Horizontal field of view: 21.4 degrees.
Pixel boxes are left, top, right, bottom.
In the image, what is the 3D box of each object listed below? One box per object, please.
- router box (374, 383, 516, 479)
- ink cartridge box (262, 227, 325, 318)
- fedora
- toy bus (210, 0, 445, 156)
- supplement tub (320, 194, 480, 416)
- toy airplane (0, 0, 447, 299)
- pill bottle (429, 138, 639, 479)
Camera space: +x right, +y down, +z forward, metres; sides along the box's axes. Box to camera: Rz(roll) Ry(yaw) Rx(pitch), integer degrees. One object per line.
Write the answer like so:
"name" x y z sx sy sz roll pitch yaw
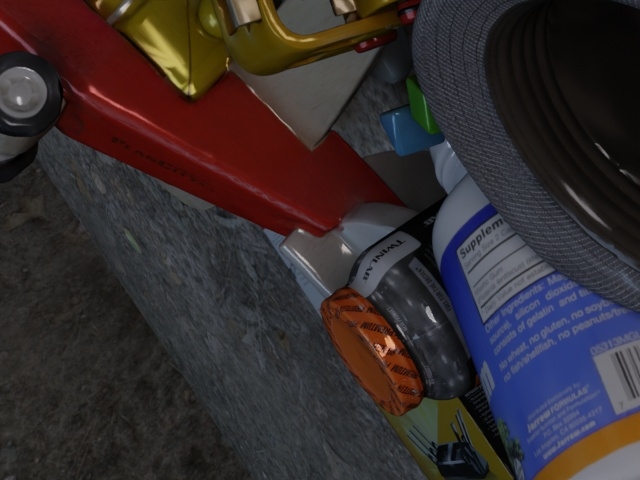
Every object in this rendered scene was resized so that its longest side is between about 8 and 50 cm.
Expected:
"router box" 0.127 0.143 1.474 0.243 0.081 0.309 55 168 4
"ink cartridge box" 0.000 0.000 1.632 0.150 0.063 0.109 56 165 1
"fedora" 0.182 -0.071 0.771 0.244 0.124 0.275 52 159 -16
"toy bus" -0.004 -0.149 0.928 0.202 0.104 0.191 84 161 -45
"supplement tub" 0.102 0.027 1.121 0.117 0.190 0.117 51 163 21
"toy airplane" -0.051 -0.117 1.265 0.386 0.272 0.384 8 157 31
"pill bottle" 0.152 0.030 0.959 0.152 0.152 0.272 83 170 -59
